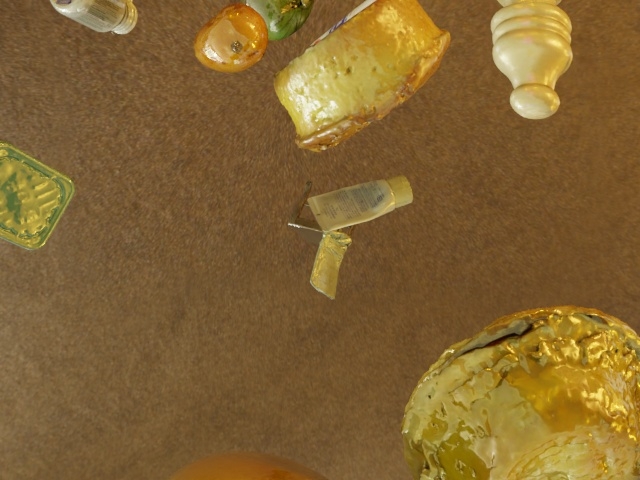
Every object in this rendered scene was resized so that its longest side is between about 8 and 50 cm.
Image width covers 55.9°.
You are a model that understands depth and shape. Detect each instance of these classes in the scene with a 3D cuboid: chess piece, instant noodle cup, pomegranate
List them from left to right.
[{"bbox_3d":[-0.562,-0.082,1.100,0.179,0.070,0.157,38,74,-50],"label":"instant noodle cup"},{"bbox_3d":[-0.067,-0.467,1.141,0.131,0.191,0.152,35,64,-21],"label":"pomegranate"},{"bbox_3d":[0.326,-0.332,0.949,0.139,0.124,0.307,20,66,-33],"label":"chess piece"}]

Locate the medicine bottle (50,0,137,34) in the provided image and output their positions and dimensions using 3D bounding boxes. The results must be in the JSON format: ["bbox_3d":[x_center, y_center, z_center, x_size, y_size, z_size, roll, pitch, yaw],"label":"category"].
[{"bbox_3d":[-0.582,-0.620,1.574,0.135,0.215,0.135,-1,88,22],"label":"medicine bottle"}]

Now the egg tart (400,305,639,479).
[{"bbox_3d":[0.223,0.201,0.612,0.295,0.116,0.294,-4,120,-7],"label":"egg tart"}]

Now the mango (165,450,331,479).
[{"bbox_3d":[-0.061,0.361,0.673,0.300,0.446,0.232,22,68,-10],"label":"mango"}]

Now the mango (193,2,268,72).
[{"bbox_3d":[-0.128,-0.282,0.865,0.105,0.159,0.084,-36,107,-4],"label":"mango"}]

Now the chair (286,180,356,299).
[{"bbox_3d":[0.000,0.000,1.848,0.186,0.160,0.319,13,74,31],"label":"chair"}]

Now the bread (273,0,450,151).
[{"bbox_3d":[0.084,-0.358,1.285,0.398,0.398,0.215,-34,103,6],"label":"bread"}]

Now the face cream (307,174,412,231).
[{"bbox_3d":[0.092,-0.086,1.370,0.224,0.114,0.070,-18,139,-9],"label":"face cream"}]

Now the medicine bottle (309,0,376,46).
[{"bbox_3d":[0.107,-0.544,1.608,0.130,0.341,0.130,8,76,-34],"label":"medicine bottle"}]
